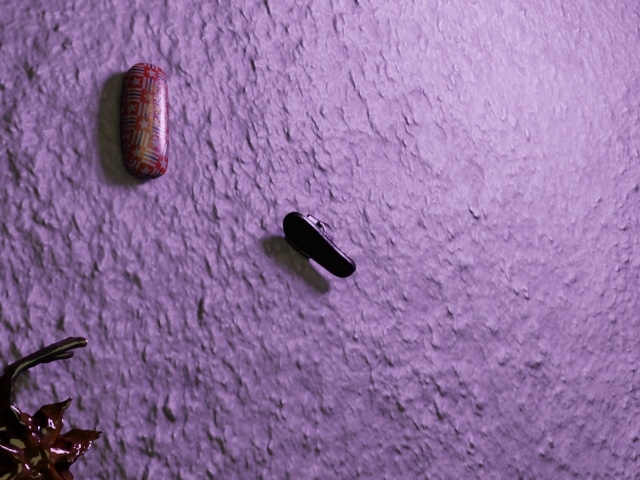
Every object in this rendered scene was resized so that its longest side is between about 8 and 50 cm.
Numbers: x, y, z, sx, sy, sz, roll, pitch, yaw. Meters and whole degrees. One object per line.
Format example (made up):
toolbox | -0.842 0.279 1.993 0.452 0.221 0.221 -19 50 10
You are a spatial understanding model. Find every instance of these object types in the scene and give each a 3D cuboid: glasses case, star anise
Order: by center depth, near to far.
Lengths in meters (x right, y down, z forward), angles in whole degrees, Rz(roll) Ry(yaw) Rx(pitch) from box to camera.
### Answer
star anise | -0.372 0.271 1.451 0.237 0.148 0.346 47 43 -43
glasses case | -0.276 -0.194 1.770 0.073 0.049 0.194 10 66 -35

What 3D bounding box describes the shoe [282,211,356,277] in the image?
shoe | 0.000 0.000 1.909 0.159 0.062 0.053 42 38 -17
